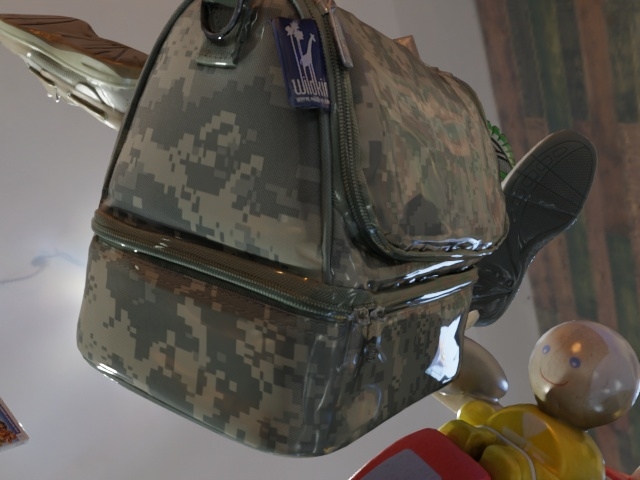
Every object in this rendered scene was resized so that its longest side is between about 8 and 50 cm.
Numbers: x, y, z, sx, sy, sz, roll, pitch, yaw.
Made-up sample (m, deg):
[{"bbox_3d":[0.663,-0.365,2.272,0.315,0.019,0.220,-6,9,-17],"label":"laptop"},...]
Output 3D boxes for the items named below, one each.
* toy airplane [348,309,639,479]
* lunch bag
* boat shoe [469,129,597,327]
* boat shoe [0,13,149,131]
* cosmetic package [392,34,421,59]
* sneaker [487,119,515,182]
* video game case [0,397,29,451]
[{"bbox_3d":[0.219,0.199,0.607,0.384,0.386,0.273,-34,-44,-72],"label":"toy airplane"},{"bbox_3d":[0.002,-0.024,0.506,0.305,0.212,0.256,-1,-76,-60],"label":"lunch bag"},{"bbox_3d":[0.289,-0.021,1.065,0.118,0.103,0.320,27,-82,-7],"label":"boat shoe"},{"bbox_3d":[-0.322,-0.220,0.912,0.109,0.302,0.098,-22,-49,-48],"label":"boat shoe"},{"bbox_3d":[0.107,-0.355,1.577,0.237,0.127,0.107,-16,-31,2],"label":"cosmetic package"},{"bbox_3d":[0.332,-0.116,1.427,0.343,0.134,0.146,45,-128,1],"label":"sneaker"},{"bbox_3d":[-0.390,0.202,0.769,0.122,0.087,0.011,-5,-48,-58],"label":"video game case"}]
